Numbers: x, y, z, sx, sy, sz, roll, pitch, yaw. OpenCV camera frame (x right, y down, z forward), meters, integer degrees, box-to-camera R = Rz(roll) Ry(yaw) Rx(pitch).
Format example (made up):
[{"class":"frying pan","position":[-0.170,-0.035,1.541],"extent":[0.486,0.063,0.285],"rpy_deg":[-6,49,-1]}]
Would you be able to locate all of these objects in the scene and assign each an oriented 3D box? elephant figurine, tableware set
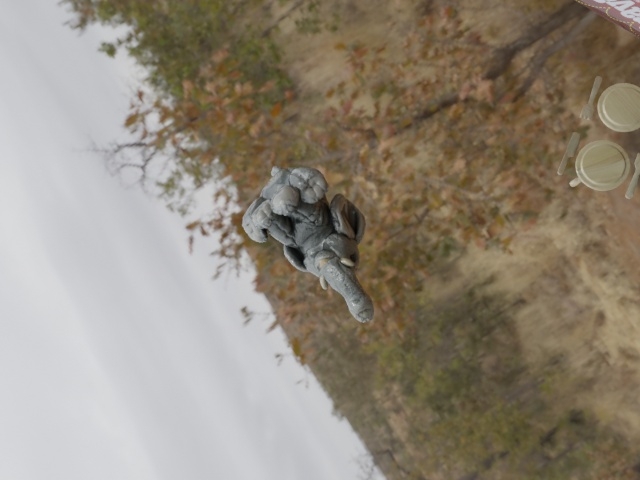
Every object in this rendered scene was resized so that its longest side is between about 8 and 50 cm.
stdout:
[{"class":"elephant figurine","position":[0.000,0.000,1.352],"extent":[0.239,0.186,0.169],"rpy_deg":[44,151,-18]},{"class":"tableware set","position":[0.491,-0.170,1.382],"extent":[0.128,0.194,0.039],"rpy_deg":[22,172,13]}]

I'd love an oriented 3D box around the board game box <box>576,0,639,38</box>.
[{"class":"board game box","position":[0.327,-0.248,0.807],"extent":[0.281,0.027,0.145],"rpy_deg":[18,175,-27]}]
